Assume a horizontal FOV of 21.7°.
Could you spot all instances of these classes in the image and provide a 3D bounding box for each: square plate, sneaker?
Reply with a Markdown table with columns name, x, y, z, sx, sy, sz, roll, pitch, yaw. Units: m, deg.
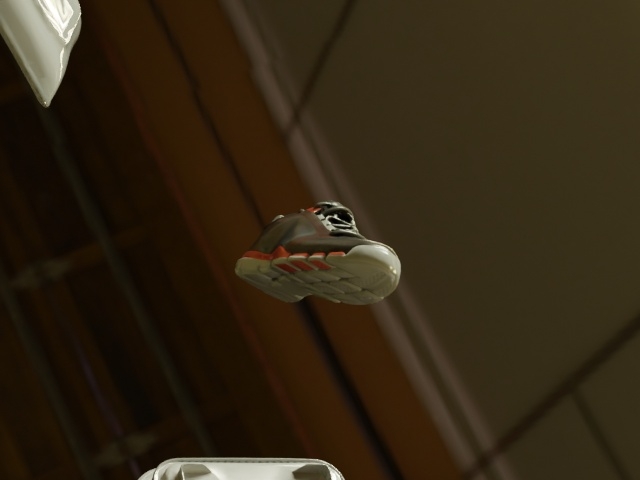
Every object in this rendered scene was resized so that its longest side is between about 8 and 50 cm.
| name | x | y | z | sx | sy | sz | roll | pitch | yaw |
| --- | --- | --- | --- | --- | --- | --- | --- | --- | --- |
| square plate | -0.350 | -0.342 | 1.823 | 0.344 | 0.049 | 0.347 | -99 | 164 | -71 |
| sneaker | 0.000 | 0.000 | 1.048 | 0.061 | 0.065 | 0.158 | 33 | -18 | -29 |

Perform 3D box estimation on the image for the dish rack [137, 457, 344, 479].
| name | x | y | z | sx | sy | sz | roll | pitch | yaw |
| --- | --- | --- | --- | --- | --- | --- | --- | --- | --- |
| dish rack | -0.064 | 0.383 | 2.001 | 0.333 | 0.285 | 0.072 | -107 | -151 | -44 |
